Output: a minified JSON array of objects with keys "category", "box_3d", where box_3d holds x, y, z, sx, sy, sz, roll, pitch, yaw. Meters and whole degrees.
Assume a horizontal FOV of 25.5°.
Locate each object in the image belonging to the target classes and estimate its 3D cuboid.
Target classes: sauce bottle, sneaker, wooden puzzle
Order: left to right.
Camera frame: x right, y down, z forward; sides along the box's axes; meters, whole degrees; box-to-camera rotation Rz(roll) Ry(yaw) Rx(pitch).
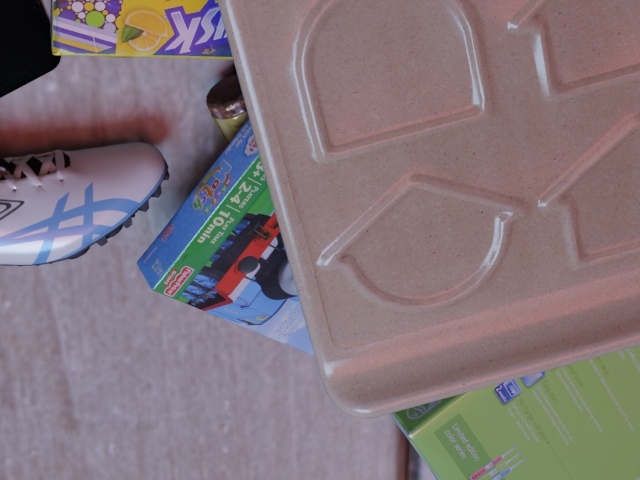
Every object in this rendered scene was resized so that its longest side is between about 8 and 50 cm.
[{"category":"sneaker","box_3d":[-0.220,-0.027,0.954,0.237,0.085,0.086,-16,123,-5]},{"category":"sauce bottle","box_3d":[-0.037,-0.059,1.000,0.042,0.042,0.128,-26,128,3]},{"category":"wooden puzzle","box_3d":[0.120,-0.083,0.900,0.322,0.080,0.348,-15,115,-2]}]

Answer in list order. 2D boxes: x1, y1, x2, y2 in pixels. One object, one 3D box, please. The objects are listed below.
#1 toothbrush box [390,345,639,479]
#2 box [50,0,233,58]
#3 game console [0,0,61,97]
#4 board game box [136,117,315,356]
[{"category":"toothbrush box","box_3d":[0.205,0.104,1.069,0.283,0.122,0.206,-36,118,0]},{"category":"box","box_3d":[-0.092,-0.152,0.930,0.168,0.054,0.059,0,109,-11]},{"category":"game console","box_3d":[-0.248,-0.148,0.928,0.107,0.071,0.122,-4,121,25]},{"category":"board game box","box_3d":[0.000,0.000,1.008,0.211,0.039,0.160,25,110,-41]}]
